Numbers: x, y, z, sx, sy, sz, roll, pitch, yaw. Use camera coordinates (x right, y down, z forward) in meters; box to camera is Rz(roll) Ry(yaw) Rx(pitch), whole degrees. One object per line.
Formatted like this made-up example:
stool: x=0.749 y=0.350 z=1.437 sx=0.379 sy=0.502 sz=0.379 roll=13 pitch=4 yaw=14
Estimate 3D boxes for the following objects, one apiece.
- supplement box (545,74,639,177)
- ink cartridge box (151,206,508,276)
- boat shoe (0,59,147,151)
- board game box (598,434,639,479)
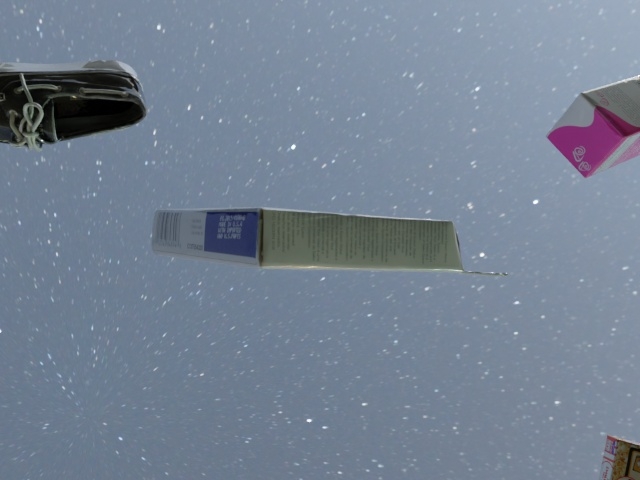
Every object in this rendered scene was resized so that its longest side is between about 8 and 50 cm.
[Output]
supplement box: x=0.534 y=-0.210 z=1.270 sx=0.220 sy=0.114 sz=0.111 roll=-19 pitch=-116 yaw=-37
ink cartridge box: x=0.000 y=0.000 z=0.865 sx=0.330 sy=0.324 sz=0.072 roll=2 pitch=-90 yaw=-32
boat shoe: x=-0.402 y=-0.180 z=0.994 sx=0.306 sy=0.113 sz=0.105 roll=-8 pitch=-132 yaw=-22
board game box: x=0.533 y=0.400 z=1.087 sx=0.193 sy=0.045 sz=0.147 roll=15 pitch=-96 yaw=2
